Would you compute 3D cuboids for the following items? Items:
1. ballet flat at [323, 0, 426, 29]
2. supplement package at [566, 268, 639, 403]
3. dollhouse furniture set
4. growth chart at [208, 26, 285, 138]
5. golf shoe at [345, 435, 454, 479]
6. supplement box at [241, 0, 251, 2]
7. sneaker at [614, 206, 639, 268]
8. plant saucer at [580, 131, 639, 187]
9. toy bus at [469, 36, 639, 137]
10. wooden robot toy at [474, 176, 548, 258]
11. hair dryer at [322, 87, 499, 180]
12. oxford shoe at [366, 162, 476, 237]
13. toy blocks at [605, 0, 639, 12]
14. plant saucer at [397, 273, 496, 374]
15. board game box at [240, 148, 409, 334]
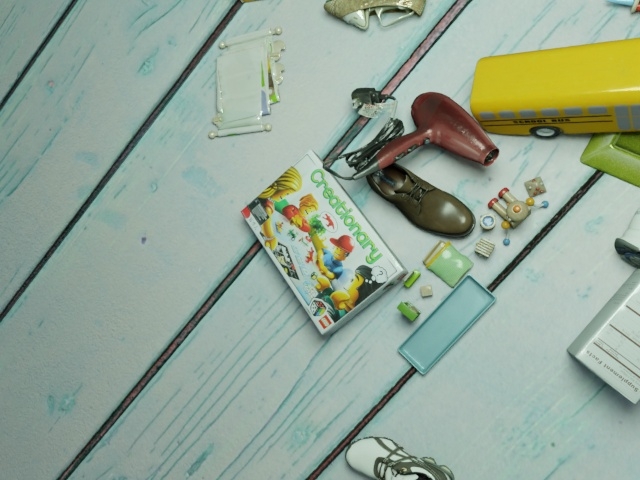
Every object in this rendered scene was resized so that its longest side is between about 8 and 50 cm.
[{"bbox_3d":[0.105,-0.450,0.997,0.206,0.073,0.067,-2,99,22],"label":"ballet flat"},{"bbox_3d":[0.489,0.142,0.792,0.105,0.105,0.179,40,98,17],"label":"supplement package"},{"bbox_3d":[0.199,0.072,0.919,0.076,0.058,0.152,41,98,17],"label":"dollhouse furniture set"},{"bbox_3d":[-0.156,-0.338,1.095,0.171,0.021,0.237,2,85,18],"label":"growth chart"},{"bbox_3d":[0.131,0.401,0.893,0.198,0.094,0.077,8,88,20],"label":"golf shoe"},{"bbox_3d":[-0.073,-0.561,1.059,0.233,0.078,0.080,-3,84,17],"label":"supplement box"},{"bbox_3d":[0.617,0.020,0.765,0.297,0.111,0.129,26,86,17],"label":"sneaker"},{"bbox_3d":[0.561,-0.178,0.831,0.188,0.045,0.188,29,94,18],"label":"plant saucer"},{"bbox_3d":[0.424,-0.239,0.811,0.332,0.130,0.108,7,80,37],"label":"toy bus"},{"bbox_3d":[0.323,-0.049,0.879,0.173,0.079,0.076,-47,73,8],"label":"wooden robot toy"},{"bbox_3d":[0.167,-0.174,0.913,0.293,0.080,0.224,7,63,21],"label":"hair dryer"},{"bbox_3d":[0.173,-0.075,0.923,0.227,0.096,0.083,30,93,17],"label":"oxford shoe"},{"bbox_3d":[0.568,-0.437,0.849,0.148,0.054,0.123,16,91,19],"label":"toy blocks"},{"bbox_3d":[0.227,0.151,0.924,0.067,0.018,0.192,44,98,17],"label":"plant saucer"},{"bbox_3d":[0.000,0.000,0.981,0.193,0.053,0.305,-40,69,11],"label":"board game box"}]
